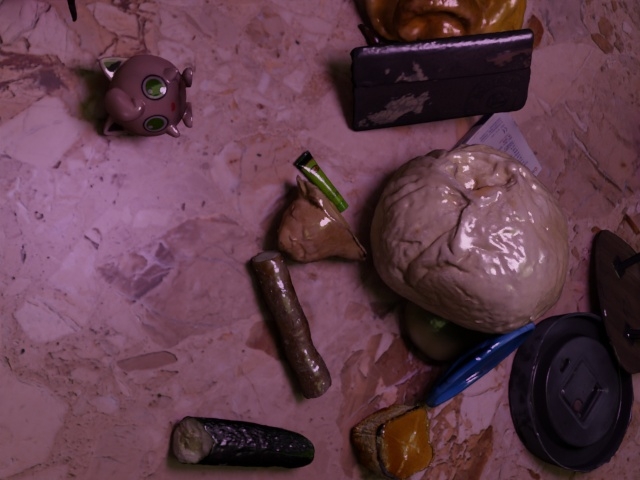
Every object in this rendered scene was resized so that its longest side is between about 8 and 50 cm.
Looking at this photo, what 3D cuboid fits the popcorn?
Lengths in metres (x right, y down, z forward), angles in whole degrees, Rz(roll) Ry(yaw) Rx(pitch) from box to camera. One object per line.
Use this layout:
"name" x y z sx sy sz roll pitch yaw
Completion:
"popcorn" 0.251 -0.441 1.561 0.316 0.281 0.297 -28 85 -44

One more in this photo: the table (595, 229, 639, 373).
"table" 0.758 0.123 1.803 0.317 0.249 0.317 18 63 -39

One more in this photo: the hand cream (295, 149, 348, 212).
"hand cream" 0.004 -0.099 1.504 0.036 0.023 0.122 -47 107 -23

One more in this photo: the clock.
"clock" 0.522 0.309 1.786 0.325 0.067 0.325 3 84 -33

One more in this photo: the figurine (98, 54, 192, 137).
"figurine" -0.256 -0.212 1.282 0.138 0.125 0.125 -3 88 -18

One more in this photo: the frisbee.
"frisbee" 0.280 0.215 1.557 0.242 0.242 0.045 -26 67 -32

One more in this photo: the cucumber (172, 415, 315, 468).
"cucumber" -0.111 0.321 1.366 0.241 0.074 0.074 13 79 -33

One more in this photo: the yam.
"yam" -0.047 0.137 1.428 0.061 0.061 0.252 -26 99 -32

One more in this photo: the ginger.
"ginger" 0.004 0.000 1.460 0.122 0.115 0.193 -50 127 -6

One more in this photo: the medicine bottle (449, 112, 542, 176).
"medicine bottle" 0.340 -0.144 1.711 0.201 0.052 0.171 -47 110 -28

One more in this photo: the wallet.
"wallet" 0.212 -0.276 1.516 0.321 0.044 0.170 -8 135 -6

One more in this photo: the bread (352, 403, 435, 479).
"bread" 0.132 0.359 1.523 0.140 0.069 0.127 -18 97 -37

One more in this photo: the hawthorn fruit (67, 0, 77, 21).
"hawthorn fruit" -0.358 -0.437 1.151 0.254 0.254 0.300 -11 80 -34

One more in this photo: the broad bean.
"broad bean" 0.269 0.122 1.620 0.263 0.121 0.189 -25 105 -17

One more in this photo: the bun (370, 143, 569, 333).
"bun" 0.267 -0.022 1.483 0.349 0.227 0.352 -3 51 -8
